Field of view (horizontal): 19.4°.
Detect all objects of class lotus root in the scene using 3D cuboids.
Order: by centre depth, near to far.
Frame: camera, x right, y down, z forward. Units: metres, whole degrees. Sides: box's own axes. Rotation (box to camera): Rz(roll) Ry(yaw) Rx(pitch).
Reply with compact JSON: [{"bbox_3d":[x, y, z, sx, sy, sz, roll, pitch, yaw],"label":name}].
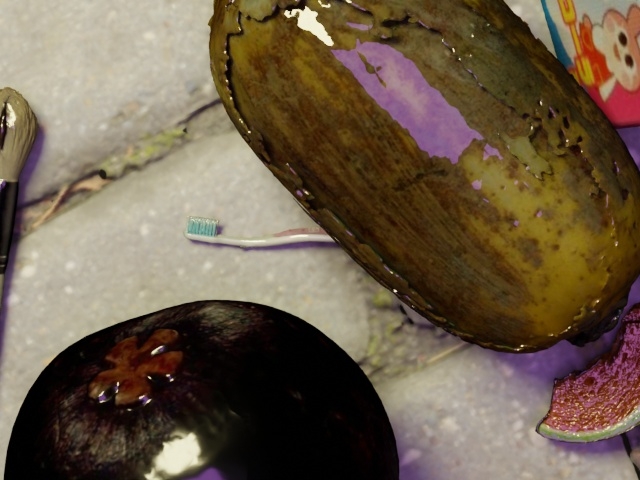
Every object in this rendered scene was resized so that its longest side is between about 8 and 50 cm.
[{"bbox_3d":[0.067,-0.086,1.292,0.397,0.179,0.196,43,114,-6],"label":"lotus root"}]

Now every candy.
[{"bbox_3d":[0.248,-0.161,1.217,0.100,0.306,0.157,-18,95,-14],"label":"candy"}]

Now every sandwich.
[{"bbox_3d":[0.218,0.106,1.388,0.135,0.029,0.067,-43,88,6],"label":"sandwich"}]

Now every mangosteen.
[{"bbox_3d":[-0.070,0.192,1.311,0.275,0.275,0.302,-23,128,3],"label":"mangosteen"}]

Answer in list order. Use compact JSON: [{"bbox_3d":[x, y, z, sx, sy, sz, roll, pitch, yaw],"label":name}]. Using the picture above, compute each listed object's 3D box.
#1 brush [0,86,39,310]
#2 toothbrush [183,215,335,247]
[{"bbox_3d":[-0.245,0.036,1.386,0.042,0.039,0.299,14,99,43],"label":"brush"},{"bbox_3d":[0.000,0.000,1.389,0.204,0.017,0.022,5,115,1],"label":"toothbrush"}]
